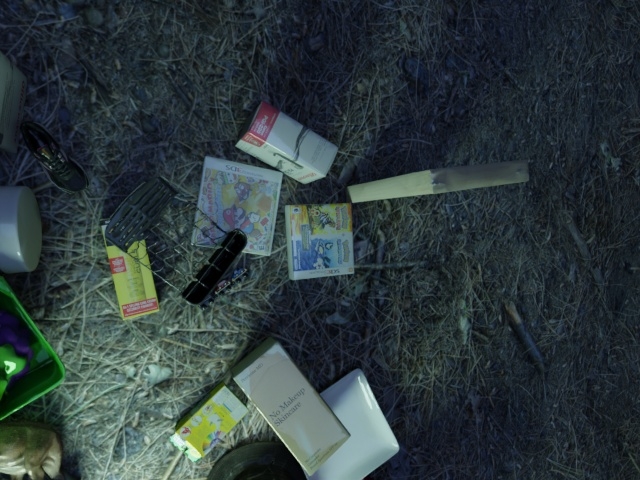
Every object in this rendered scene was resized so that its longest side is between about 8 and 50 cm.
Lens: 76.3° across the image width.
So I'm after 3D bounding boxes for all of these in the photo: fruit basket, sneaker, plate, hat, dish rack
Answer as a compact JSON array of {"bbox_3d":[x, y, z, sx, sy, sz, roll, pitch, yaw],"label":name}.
[{"bbox_3d":[-0.645,0.254,0.656,0.392,0.392,0.283,-30,103,-18],"label":"fruit basket"},{"bbox_3d":[-0.579,-0.176,0.875,0.072,0.077,0.178,-43,107,-14],"label":"sneaker"},{"bbox_3d":[0.055,0.550,1.161,0.277,0.045,0.278,-27,93,-18],"label":"plate"},{"bbox_3d":[-0.137,0.693,1.058,0.331,0.134,0.332,0,91,-22],"label":"hat"},{"bbox_3d":[-0.331,-0.007,0.936,0.271,0.074,0.208,43,68,-24],"label":"dish rack"}]

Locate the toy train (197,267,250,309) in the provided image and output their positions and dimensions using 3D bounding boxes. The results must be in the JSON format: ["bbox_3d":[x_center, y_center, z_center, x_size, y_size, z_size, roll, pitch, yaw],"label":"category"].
[{"bbox_3d":[-0.250,0.119,1.049,0.158,0.027,0.036,-38,94,-16],"label":"toy train"}]

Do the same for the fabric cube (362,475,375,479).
[{"bbox_3d":[0.155,0.847,1.119,0.258,0.254,0.259,43,77,-16],"label":"fabric cube"}]

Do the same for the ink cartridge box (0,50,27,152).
[{"bbox_3d":[-0.649,-0.274,0.758,0.100,0.237,0.172,8,89,-20],"label":"ink cartridge box"}]

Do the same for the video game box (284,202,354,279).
[{"bbox_3d":[0.000,0.000,1.135,0.187,0.048,0.205,-5,94,-24],"label":"video game box"}]

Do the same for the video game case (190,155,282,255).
[{"bbox_3d":[-0.213,-0.086,1.055,0.206,0.026,0.227,9,89,-22],"label":"video game case"}]

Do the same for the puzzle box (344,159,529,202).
[{"bbox_3d":[0.268,-0.144,1.045,0.271,0.409,0.052,-9,95,-21],"label":"puzzle box"}]

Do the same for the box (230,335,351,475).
[{"bbox_3d":[-0.080,0.414,1.049,0.148,0.121,0.311,-39,95,-16],"label":"box"}]

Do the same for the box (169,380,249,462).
[{"bbox_3d":[-0.283,0.462,1.038,0.179,0.043,0.105,-42,107,-18],"label":"box"}]

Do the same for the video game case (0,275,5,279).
[{"bbox_3d":[-0.762,0.199,0.832,0.232,0.042,0.210,-11,96,-21],"label":"video game case"}]

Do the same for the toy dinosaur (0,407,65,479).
[{"bbox_3d":[-0.641,0.422,0.857,0.295,0.127,0.200,40,41,-35],"label":"toy dinosaur"}]

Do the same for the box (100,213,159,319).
[{"bbox_3d":[-0.442,0.059,0.949,0.087,0.058,0.233,-11,96,-23],"label":"box"}]

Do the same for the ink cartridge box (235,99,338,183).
[{"bbox_3d":[-0.088,-0.237,1.029,0.217,0.158,0.092,25,81,-21],"label":"ink cartridge box"}]

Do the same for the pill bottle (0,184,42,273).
[{"bbox_3d":[-0.743,-0.013,0.742,0.362,0.210,0.210,-3,93,-22],"label":"pill bottle"}]
